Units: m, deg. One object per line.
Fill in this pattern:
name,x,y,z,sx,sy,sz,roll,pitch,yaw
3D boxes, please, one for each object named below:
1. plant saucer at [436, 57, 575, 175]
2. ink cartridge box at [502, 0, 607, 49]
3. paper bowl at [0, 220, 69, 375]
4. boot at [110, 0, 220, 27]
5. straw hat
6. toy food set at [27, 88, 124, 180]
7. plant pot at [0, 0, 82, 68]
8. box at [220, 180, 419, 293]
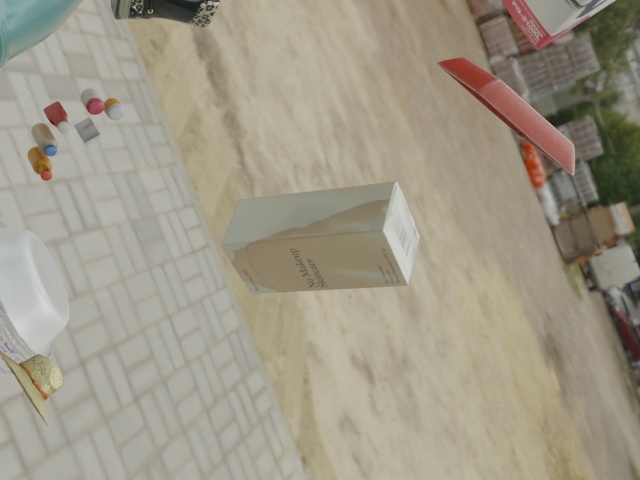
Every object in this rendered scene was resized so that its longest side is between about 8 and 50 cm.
plant saucer,0.359,-0.251,1.519,0.258,0.048,0.259,35,15,-22
ink cartridge box,0.335,-0.343,0.940,0.100,0.172,0.237,56,-7,3
paper bowl,-0.567,0.092,1.470,0.284,0.148,0.284,159,-90,-85
boot,-0.253,-0.477,1.378,0.178,0.236,0.085,3,44,-30
straw hat,-0.443,0.215,1.260,0.144,0.061,0.144,42,-29,29
toy food set,-0.524,-0.233,1.705,0.104,0.232,0.111,49,-14,43
plant pot,-0.426,-0.339,0.981,0.272,0.271,0.255,53,37,-38
box,0.000,0.000,1.401,0.148,0.311,0.121,60,35,-39
